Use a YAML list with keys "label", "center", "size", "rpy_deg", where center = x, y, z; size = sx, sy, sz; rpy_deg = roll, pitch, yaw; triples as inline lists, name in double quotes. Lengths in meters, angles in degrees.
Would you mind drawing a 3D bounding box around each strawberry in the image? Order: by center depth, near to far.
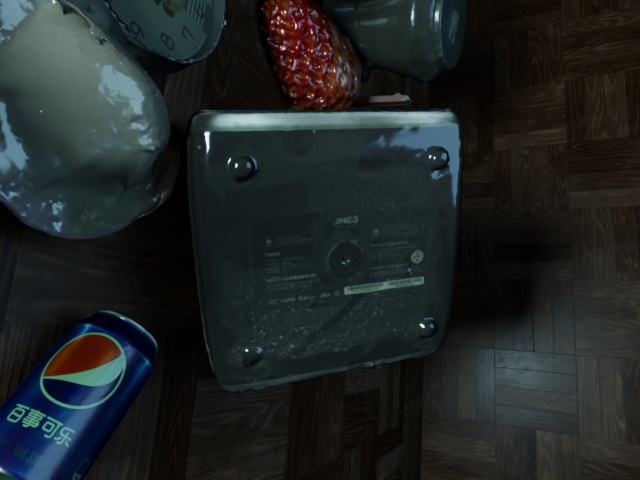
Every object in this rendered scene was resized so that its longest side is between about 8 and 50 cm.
- label: "strawberry"
  center: [-0.006, -0.452, 1.062]
  size: [0.336, 0.149, 0.265]
  rpy_deg: [47, 49, -52]

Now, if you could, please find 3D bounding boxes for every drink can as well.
- label: "drink can"
  center: [-0.282, 0.185, 0.504]
  size: [0.205, 0.118, 0.118]
  rpy_deg: [-66, 144, -43]

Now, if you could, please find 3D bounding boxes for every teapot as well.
- label: "teapot"
  center: [0.187, -0.559, 1.224]
  size: [0.305, 0.362, 0.376]
  rpy_deg: [4, 96, -60]

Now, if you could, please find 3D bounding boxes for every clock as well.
- label: "clock"
  center: [-0.255, -0.413, 0.654]
  size: [0.312, 0.061, 0.312]
  rpy_deg: [-1, 90, -64]

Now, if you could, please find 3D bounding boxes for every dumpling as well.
- label: "dumpling"
  center: [-0.288, -0.135, 0.506]
  size: [0.204, 0.163, 0.293]
  rpy_deg: [-44, 139, -11]

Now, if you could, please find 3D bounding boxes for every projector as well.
- label: "projector"
  center: [0.000, 0.000, 0.709]
  size: [0.242, 0.395, 0.405]
  rpy_deg: [-141, -133, -66]

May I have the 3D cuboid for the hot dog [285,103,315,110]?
- label: "hot dog"
  center: [-0.040, -0.122, 0.943]
  size: [0.267, 0.174, 0.387]
  rpy_deg: [55, 41, -34]
